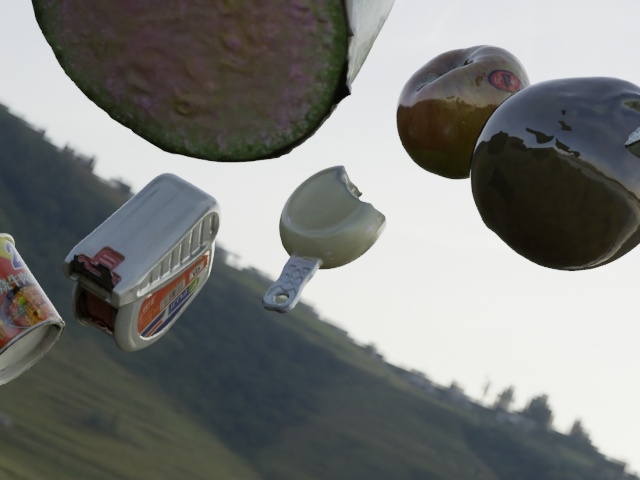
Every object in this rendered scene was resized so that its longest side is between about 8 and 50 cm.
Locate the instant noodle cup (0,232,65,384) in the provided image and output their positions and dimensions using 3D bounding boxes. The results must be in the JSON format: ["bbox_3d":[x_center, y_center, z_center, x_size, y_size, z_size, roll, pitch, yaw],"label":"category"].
[{"bbox_3d":[-0.522,0.121,2.177,0.174,0.213,0.213,48,-10,13],"label":"instant noodle cup"}]

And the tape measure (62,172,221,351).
[{"bbox_3d":[-0.269,0.038,2.067,0.130,0.258,0.265,30,-39,14],"label":"tape measure"}]

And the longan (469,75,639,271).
[{"bbox_3d":[0.387,-0.104,2.081,0.319,0.319,0.319,22,-14,6],"label":"longan"}]

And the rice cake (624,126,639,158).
[{"bbox_3d":[0.400,-0.125,1.538,0.043,0.034,0.211,34,-11,-4],"label":"rice cake"}]

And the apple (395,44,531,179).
[{"bbox_3d":[0.252,-0.223,2.391,0.261,0.261,0.194,6,-55,50],"label":"apple"}]

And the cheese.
[{"bbox_3d":[-0.018,-0.002,1.973,0.163,0.249,0.071,32,-25,42],"label":"cheese"}]

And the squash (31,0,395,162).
[{"bbox_3d":[-0.063,-0.274,1.261,0.310,0.309,0.310,11,-54,16],"label":"squash"}]
